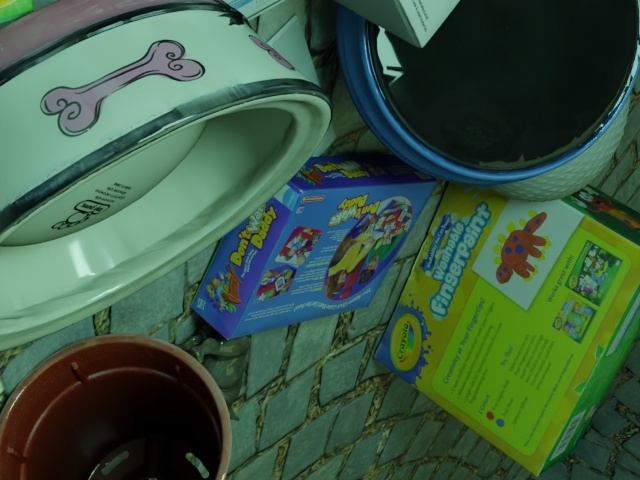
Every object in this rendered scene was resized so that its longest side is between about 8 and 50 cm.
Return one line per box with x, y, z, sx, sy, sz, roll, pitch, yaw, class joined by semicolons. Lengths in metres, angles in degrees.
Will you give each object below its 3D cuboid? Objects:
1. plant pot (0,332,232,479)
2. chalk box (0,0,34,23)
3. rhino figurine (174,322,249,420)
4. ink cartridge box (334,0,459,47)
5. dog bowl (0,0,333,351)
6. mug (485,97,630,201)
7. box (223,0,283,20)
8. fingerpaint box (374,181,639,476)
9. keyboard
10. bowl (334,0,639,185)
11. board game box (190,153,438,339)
-0.228;0.288;1.390;0.272;0.272;0.265;-46;160;-18;plant pot
-0.295;-0.226;0.823;0.132;0.132;0.213;-27;140;-43;chalk box
-0.150;0.200;1.594;0.106;0.073;0.243;-31;146;-34;rhino figurine
0.101;-0.376;1.216;0.278;0.201;0.117;-53;153;-6;ink cartridge box
-0.198;-0.065;0.998;0.408;0.150;0.408;-32;171;-6;dog bowl
0.341;-0.235;1.687;0.374;0.276;0.328;-55;158;-5;mug
-0.095;-0.342;1.065;0.169;0.087;0.290;-36;147;-34;box
0.344;0.105;1.957;0.163;0.371;0.445;-15;132;-52;fingerpaint box
-0.026;-0.178;1.444;0.072;0.014;0.256;-52;154;-18;keyboard
0.214;-0.258;1.389;0.391;0.391;0.077;-56;-164;0;bowl
0.000;0.000;1.590;0.347;0.078;0.233;-7;130;-55;board game box
